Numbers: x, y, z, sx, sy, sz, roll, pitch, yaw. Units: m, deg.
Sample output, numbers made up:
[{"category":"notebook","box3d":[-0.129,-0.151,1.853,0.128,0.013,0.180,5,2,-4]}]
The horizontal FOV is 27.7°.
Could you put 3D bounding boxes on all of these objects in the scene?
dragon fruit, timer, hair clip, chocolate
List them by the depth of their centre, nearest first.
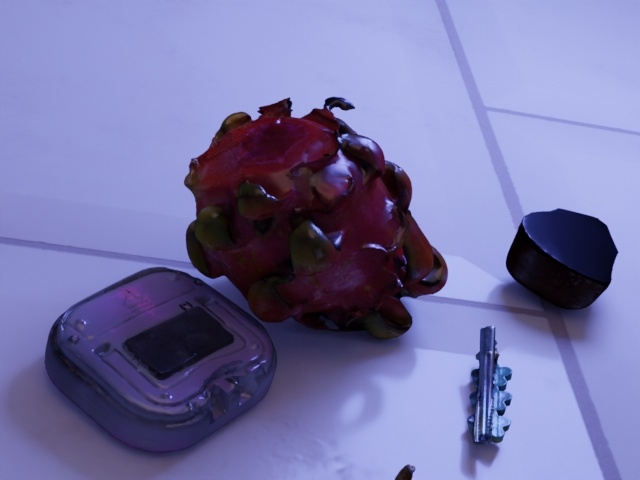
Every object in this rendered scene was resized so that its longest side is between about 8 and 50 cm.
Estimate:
[{"category":"timer","box3d":[-0.155,0.111,1.286,0.190,0.069,0.208,35,37,22]},{"category":"hair clip","box3d":[0.181,0.161,1.373,0.049,0.049,0.173,15,39,-1]},{"category":"dragon fruit","box3d":[0.003,-0.011,1.379,0.307,0.243,0.227,8,52,-8]},{"category":"chocolate","box3d":[0.298,0.032,1.579,0.148,0.080,0.125,-9,52,-43]}]

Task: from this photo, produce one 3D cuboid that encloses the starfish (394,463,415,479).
[{"category":"starfish","box3d":[0.112,0.289,1.131,0.190,0.074,0.146,34,39,25]}]
